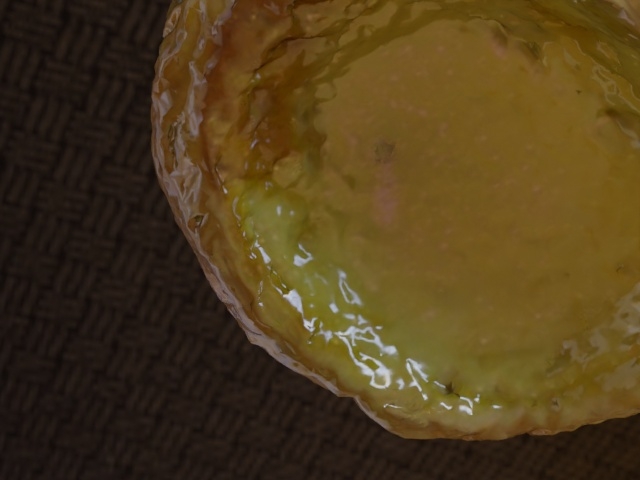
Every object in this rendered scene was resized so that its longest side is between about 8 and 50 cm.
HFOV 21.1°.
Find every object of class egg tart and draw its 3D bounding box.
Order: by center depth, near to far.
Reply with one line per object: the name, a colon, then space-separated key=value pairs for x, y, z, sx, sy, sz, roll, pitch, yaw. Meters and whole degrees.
egg tart: x=0.069 y=-0.048 z=0.758 sx=0.294 sy=0.123 sz=0.294 roll=5 pitch=123 yaw=9
